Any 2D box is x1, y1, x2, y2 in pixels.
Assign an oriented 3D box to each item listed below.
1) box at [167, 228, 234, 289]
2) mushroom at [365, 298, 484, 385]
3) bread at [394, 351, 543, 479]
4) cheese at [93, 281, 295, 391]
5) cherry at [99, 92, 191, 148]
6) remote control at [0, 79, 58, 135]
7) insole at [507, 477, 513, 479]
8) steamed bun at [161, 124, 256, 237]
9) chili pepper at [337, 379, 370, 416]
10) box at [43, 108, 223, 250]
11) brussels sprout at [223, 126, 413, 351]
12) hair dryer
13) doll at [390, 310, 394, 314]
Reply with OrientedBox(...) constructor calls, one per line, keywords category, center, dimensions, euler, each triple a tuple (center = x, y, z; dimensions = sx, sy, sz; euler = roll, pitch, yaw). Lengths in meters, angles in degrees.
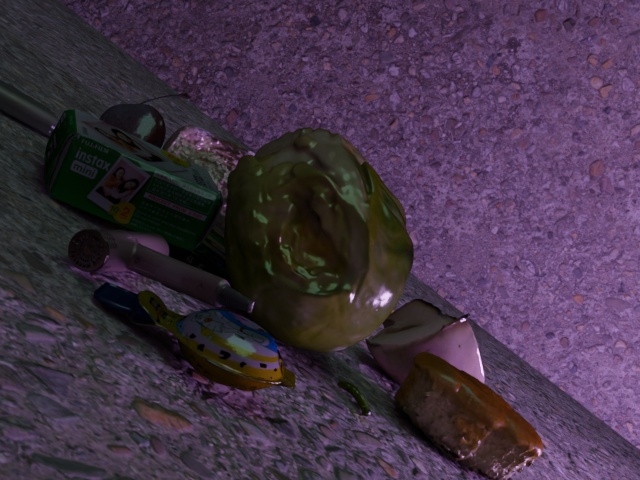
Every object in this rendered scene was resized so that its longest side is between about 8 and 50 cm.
OrientedBox(category="box", center=(-0.169, 0.031, 1.525), dimensions=(0.132, 0.034, 0.235), euler=(37, 8, 7))
OrientedBox(category="mushroom", center=(0.178, 0.221, 1.705), dimensions=(0.236, 0.162, 0.173), euler=(-162, -129, -74))
OrientedBox(category="bread", center=(0.236, 0.283, 1.518), dimensions=(0.246, 0.121, 0.174), euler=(34, 9, -5))
OrientedBox(category="cheese", center=(-0.139, 0.107, 1.080), dimensions=(0.250, 0.064, 0.156), euler=(24, 8, -5))
OrientedBox(category="cherry", center=(-0.321, -0.202, 1.760), dimensions=(0.188, 0.115, 0.148), euler=(-10, 13, -8))
OrientedBox(category="remote control", center=(-0.553, -0.257, 1.518), dimensions=(0.309, 0.038, 0.090), euler=(31, 8, -42))
OrientedBox(category="insole", center=(0.331, 0.420, 1.556), dimensions=(0.065, 0.004, 0.197), euler=(31, 9, -36))
OrientedBox(category="steamed bun", center=(-0.203, -0.112, 1.754), dimensions=(0.225, 0.170, 0.200), euler=(31, 14, -31))
OrientedBox(category="chili pepper", center=(0.053, 0.230, 1.385), dimensions=(0.030, 0.017, 0.083), euler=(30, 10, -35))
OrientedBox(category="box", center=(-0.275, -0.089, 1.389), dimensions=(0.250, 0.103, 0.180), euler=(22, 13, -23))
OrientedBox(category="brussels sprout", center=(0.000, 0.000, 1.426), dimensions=(0.268, 0.344, 0.344), euler=(-5, -9, 20))
OrientedBox(category="hair dryer", center=(-0.169, 0.037, 1.169), dimensions=(0.220, 0.053, 0.195), euler=(17, 3, 11))
OrientedBox(category="doll", center=(0.113, 0.109, 2.204), dimensions=(0.179, 0.102, 0.089), euler=(29, -33, -26))
